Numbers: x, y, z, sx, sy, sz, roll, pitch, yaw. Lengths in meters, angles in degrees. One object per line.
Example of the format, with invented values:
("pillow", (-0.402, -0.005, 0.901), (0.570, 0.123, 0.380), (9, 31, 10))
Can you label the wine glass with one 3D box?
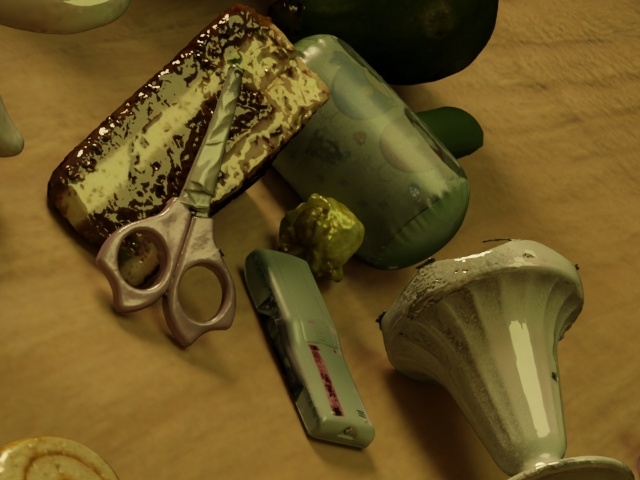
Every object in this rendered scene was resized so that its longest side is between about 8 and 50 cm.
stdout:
("wine glass", (0.147, 0.119, 1.449), (0.165, 0.165, 0.196), (17, 43, -43))

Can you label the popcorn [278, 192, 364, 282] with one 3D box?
("popcorn", (0.002, 0.002, 1.516), (0.083, 0.068, 0.060), (70, 24, -55))

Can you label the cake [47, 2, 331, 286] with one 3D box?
("cake", (-0.090, -0.081, 1.415), (0.112, 0.135, 0.246), (45, 27, -1))

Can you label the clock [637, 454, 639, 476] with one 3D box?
("clock", (0.338, 0.202, 1.707), (0.152, 0.050, 0.110), (14, 40, -46))

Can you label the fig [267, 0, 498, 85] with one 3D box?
("fig", (0.048, -0.225, 1.803), (0.245, 0.195, 0.195), (-28, 72, -28))

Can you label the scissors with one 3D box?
("scissors", (-0.088, -0.032, 1.364), (0.110, 0.021, 0.212), (28, 62, -26))

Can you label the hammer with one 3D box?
("hammer", (0.070, -0.083, 1.686), (0.206, 0.119, 0.335), (50, 20, 9))

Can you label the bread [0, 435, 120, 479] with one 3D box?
("bread", (-0.146, 0.175, 1.044), (0.122, 0.073, 0.149), (9, 44, -47))

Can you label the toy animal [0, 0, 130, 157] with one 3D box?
("toy animal", (-0.309, -0.201, 1.207), (0.367, 0.196, 0.241), (37, 31, -9))

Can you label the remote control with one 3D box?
("remote control", (-0.008, 0.077, 1.423), (0.065, 0.029, 0.166), (18, 37, -43))
